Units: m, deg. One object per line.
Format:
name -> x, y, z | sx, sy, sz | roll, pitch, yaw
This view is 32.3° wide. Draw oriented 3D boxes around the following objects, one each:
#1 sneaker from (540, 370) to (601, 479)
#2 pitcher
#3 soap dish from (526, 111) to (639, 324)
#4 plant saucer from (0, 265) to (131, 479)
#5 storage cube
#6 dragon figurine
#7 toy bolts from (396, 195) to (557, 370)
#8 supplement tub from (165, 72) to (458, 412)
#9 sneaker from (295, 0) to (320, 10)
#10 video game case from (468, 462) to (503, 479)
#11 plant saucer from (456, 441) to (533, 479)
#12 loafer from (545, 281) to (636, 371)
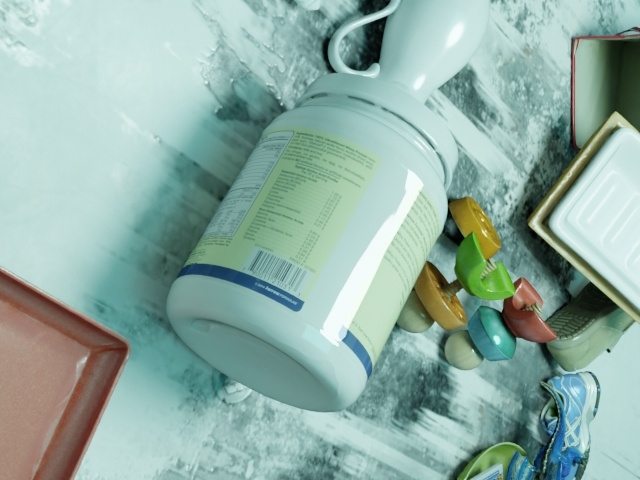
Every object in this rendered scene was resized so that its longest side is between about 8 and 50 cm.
sneaker -> 0.403, 0.317, 1.844 | 0.081, 0.080, 0.211 | 4, 97, -16
pitcher -> 0.116, -0.266, 1.427 | 0.178, 0.125, 0.207 | 35, 79, -28
soap dish -> 0.486, -0.026, 1.753 | 0.291, 0.118, 0.229 | 40, 84, -15
plant saucer -> -0.326, 0.159, 1.031 | 0.259, 0.048, 0.258 | 38, 67, -42
storage cube -> 0.546, -0.247, 1.843 | 0.193, 0.184, 0.214 | -12, 103, -48
dragon figurine -> 0.341, 0.367, 1.694 | 0.144, 0.085, 0.289 | 3, 92, -54
toy bolts -> 0.204, 0.078, 1.580 | 0.228, 0.158, 0.218 | 46, 20, -29
supplement tub -> 0.000, 0.000, 1.231 | 0.235, 0.235, 0.324 | 49, 59, -39
sneaker -> 0.002, -0.345, 1.339 | 0.152, 0.054, 0.061 | -61, 148, -20
video game case -> 0.248, 0.406, 1.662 | 0.087, 0.011, 0.122 | -16, 106, -45
plant saucer -> 0.258, 0.428, 1.711 | 0.241, 0.037, 0.240 | -8, 101, -47
loafer -> 0.475, 0.135, 1.877 | 0.269, 0.102, 0.092 | -26, 124, -29
